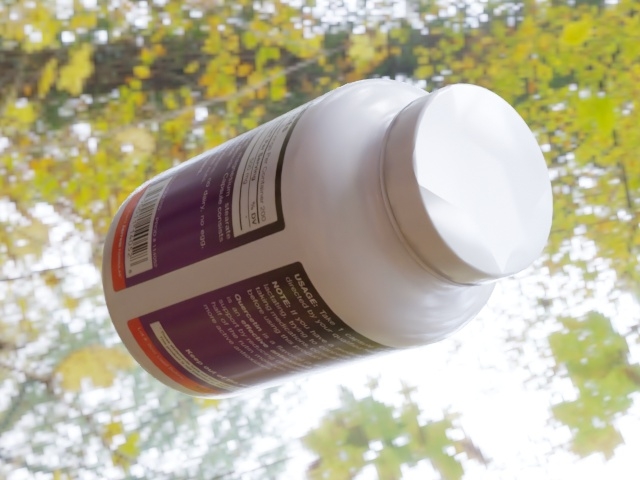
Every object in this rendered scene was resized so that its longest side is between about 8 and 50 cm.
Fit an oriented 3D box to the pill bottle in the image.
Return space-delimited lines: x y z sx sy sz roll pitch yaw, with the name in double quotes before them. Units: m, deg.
"pill bottle" 0.000 0.000 1.011 0.323 0.181 0.182 -20 -97 47
